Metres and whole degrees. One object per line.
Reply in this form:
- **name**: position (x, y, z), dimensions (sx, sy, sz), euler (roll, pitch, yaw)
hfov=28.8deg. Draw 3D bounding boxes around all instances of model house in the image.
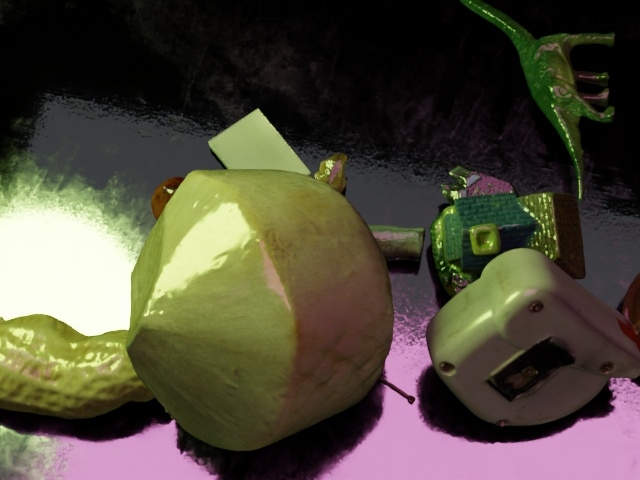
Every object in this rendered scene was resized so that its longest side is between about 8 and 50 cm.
- **model house**: position (0.280, 0.016, 1.853), dimensions (0.214, 0.189, 0.195), euler (-1, 80, -2)

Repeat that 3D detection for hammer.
- **hammer**: position (0.091, 0.209, 1.893), dimensions (0.123, 0.014, 0.029), euler (33, 81, 11)

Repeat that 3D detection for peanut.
- **peanut**: position (-0.384, 0.185, 1.840), dimensions (0.325, 0.140, 0.153), euler (1, 81, 6)

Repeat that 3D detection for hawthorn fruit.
- **hawthorn fruit**: position (-0.228, -0.066, 1.966), dimensions (0.081, 0.093, 0.081), euler (0, 66, 0)

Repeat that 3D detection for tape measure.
- **tape measure**: position (0.304, 0.150, 1.779), dimensions (0.265, 0.258, 0.130), euler (-43, 32, 22)

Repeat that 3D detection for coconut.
- **coconut**: position (-0.101, 0.087, 1.733), dimensions (0.415, 0.344, 0.415), euler (20, 55, -31)

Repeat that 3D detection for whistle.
- **whistle**: position (0.000, -0.001, 1.952), dimensions (0.326, 0.068, 0.057), euler (2, 37, 2)

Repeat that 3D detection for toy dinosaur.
- **toy dinosaur**: position (0.329, -0.276, 2.049), dimensions (0.300, 0.087, 0.447), euler (7, 61, 3)

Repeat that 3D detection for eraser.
- **eraser**: position (-0.098, -0.133, 2.030), dimensions (0.104, 0.023, 0.150), euler (-35, 72, -12)

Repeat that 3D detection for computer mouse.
- **computer mouse**: position (0.256, -0.067, 1.981), dimensions (0.135, 0.047, 0.079), euler (27, 81, 2)

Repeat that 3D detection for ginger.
- **ginger**: position (0.007, -0.075, 1.996), dimensions (0.057, 0.044, 0.137), euler (32, 76, -18)

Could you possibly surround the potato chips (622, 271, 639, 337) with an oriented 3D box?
- **potato chips**: position (0.548, 0.112, 1.898), dimensions (0.195, 0.062, 0.208), euler (10, 67, -1)
